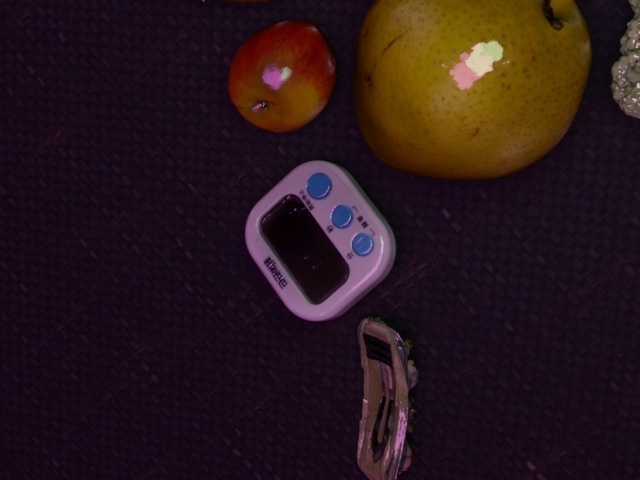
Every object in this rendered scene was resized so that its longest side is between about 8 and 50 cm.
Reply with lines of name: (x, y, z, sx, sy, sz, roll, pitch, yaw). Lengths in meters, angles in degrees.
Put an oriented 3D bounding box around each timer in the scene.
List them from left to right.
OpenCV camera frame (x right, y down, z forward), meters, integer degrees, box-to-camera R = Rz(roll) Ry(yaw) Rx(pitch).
timer: (0.000, 0.000, 1.948, 0.237, 0.087, 0.262, -42, 71, 18)

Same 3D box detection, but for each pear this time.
pear: (0.230, -0.269, 1.717, 0.418, 0.362, 0.362, -25, 97, 44)

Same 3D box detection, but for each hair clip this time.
hair clip: (0.133, 0.300, 2.015, 0.091, 0.138, 0.321, -6, 106, -30)

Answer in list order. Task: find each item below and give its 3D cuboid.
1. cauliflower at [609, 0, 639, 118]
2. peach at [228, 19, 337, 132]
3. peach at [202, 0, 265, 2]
cauliflower: (0.593, -0.319, 1.655, 0.327, 0.281, 0.260, -43, 74, -6)
peach: (-0.065, -0.292, 1.906, 0.190, 0.192, 0.190, 25, 145, 19)
peach: (-0.113, -0.555, 1.762, 0.372, 0.290, 0.373, 2, 105, 9)
